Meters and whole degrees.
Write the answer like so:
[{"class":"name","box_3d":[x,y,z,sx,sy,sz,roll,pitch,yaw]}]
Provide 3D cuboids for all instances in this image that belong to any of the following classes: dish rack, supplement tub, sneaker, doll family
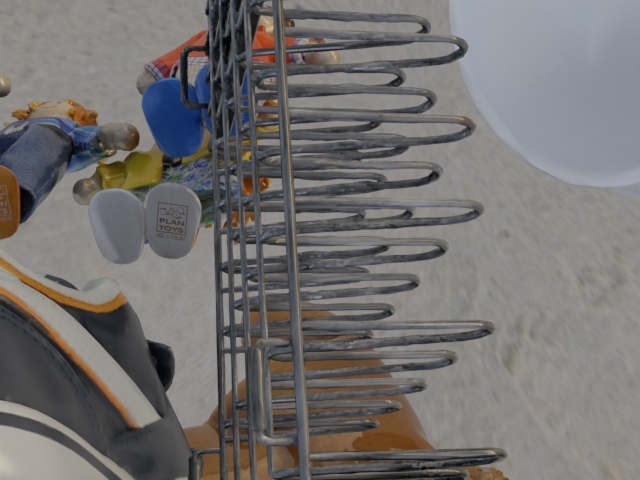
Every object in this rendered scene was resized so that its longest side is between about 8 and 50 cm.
[{"class":"dish rack","box_3d":[0.000,0.000,0.450,0.074,0.208,0.271,-1,74,-11]},{"class":"supplement tub","box_3d":[0.259,-0.145,0.874,0.241,0.331,0.241,9,103,45]},{"class":"sneaker","box_3d":[-0.101,0.093,0.560,0.126,0.321,0.127,-16,59,-1]},{"class":"doll family","box_3d":[-0.116,-0.041,0.705,0.263,0.163,0.118,-3,110,9]}]

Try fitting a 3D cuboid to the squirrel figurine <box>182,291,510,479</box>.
[{"class":"squirrel figurine","box_3d":[-0.075,0.245,0.994,0.370,0.397,0.281,-18,109,-28]}]
